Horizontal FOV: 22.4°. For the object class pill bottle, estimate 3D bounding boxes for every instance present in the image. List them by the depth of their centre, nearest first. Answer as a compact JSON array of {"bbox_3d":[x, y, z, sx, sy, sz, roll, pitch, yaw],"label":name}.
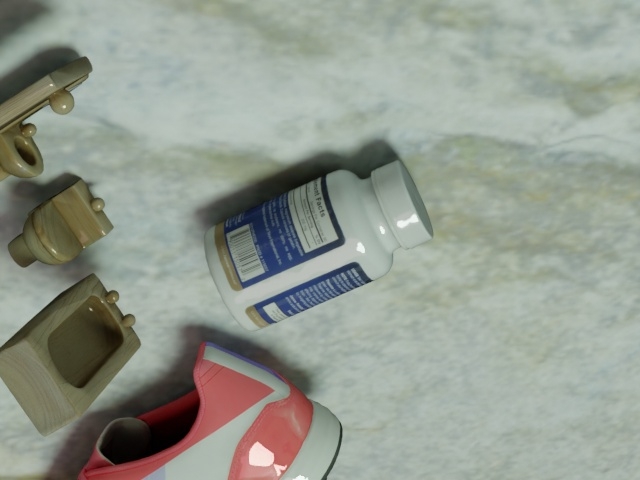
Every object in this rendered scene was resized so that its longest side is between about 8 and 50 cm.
[{"bbox_3d":[0.000,0.000,0.921,0.120,0.067,0.067,-24,136,11],"label":"pill bottle"}]

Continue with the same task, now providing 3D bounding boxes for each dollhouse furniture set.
[{"bbox_3d":[-0.123,-0.003,0.832,0.123,0.144,0.151,-31,98,17],"label":"dollhouse furniture set"}]

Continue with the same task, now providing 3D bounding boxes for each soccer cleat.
[{"bbox_3d":[-0.130,0.181,1.066,0.116,0.108,0.318,41,119,-19],"label":"soccer cleat"}]
